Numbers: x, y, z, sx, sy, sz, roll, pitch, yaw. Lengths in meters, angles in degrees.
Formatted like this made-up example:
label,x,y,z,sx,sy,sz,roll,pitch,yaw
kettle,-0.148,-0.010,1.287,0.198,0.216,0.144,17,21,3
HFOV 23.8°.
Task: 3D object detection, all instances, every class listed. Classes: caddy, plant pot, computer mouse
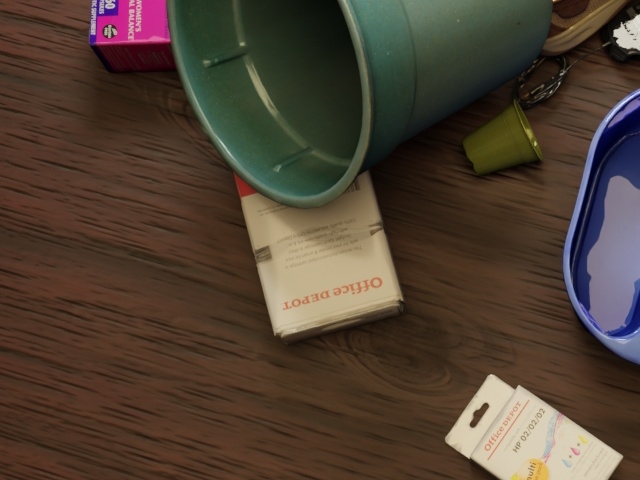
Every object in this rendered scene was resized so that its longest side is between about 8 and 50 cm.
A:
label,x,y,z,sx,sy,sz,roll,pitch,yaw
caddy,0.409,-0.015,1.733,0.241,0.179,0.341,14,80,8
plant pot,0.061,-0.252,1.711,0.334,0.341,0.341,-25,75,-33
computer mouse,0.343,-0.227,1.859,0.242,0.041,0.071,-27,68,7
plant pot,0.216,-0.116,1.831,0.079,0.083,0.083,-25,77,13

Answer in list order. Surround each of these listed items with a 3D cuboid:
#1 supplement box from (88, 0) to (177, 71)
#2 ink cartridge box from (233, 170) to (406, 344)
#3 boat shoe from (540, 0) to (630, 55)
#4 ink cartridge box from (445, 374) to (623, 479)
label,x,y,z,sx,sy,sz,roll,pitch,yaw
supplement box,-0.167,-0.279,1.884,0.220,0.114,0.111,-1,78,4
ink cartridge box,0.000,0.000,1.819,0.159,0.092,0.218,-15,76,3
boat shoe,0.359,-0.370,1.814,0.342,0.123,0.123,-39,51,5
ink cartridge box,0.244,0.241,1.759,0.181,0.061,0.104,34,84,12
